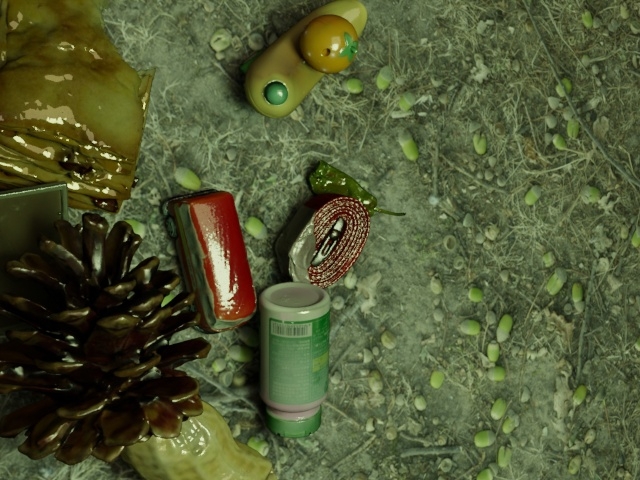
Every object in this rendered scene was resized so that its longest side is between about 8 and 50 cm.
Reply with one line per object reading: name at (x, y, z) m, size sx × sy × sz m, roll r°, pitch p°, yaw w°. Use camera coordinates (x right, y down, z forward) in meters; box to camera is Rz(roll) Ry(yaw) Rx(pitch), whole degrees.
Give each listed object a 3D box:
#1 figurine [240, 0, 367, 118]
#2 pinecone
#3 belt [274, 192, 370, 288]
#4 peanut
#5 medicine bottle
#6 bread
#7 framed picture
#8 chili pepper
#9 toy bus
figurine at (-0.018, -0.353, 1.863) m, size 0.324 × 0.222 × 0.124 m, roll -46°, pitch 107°, yaw -23°
pinecone at (-0.357, 0.139, 1.541) m, size 0.384 × 0.384 × 0.384 m, roll 2°, pitch 86°, yaw -30°
belt at (0.000, 0.000, 1.906) m, size 0.128 × 0.124 × 0.201 m, roll 38°, pitch 85°, yaw -19°
peanut at (-0.226, 0.382, 1.745) m, size 0.174 × 0.158 × 0.340 m, roll -48°, pitch 116°, yaw -22°
medicine bottle at (-0.049, 0.224, 1.829) m, size 0.133 × 0.133 × 0.274 m, roll -11°, pitch 114°, yaw -30°
bread at (-0.417, -0.251, 1.646) m, size 0.314 × 0.191 × 0.370 m, roll 14°, pitch 79°, yaw -28°
framed picture at (-0.498, 0.037, 1.612) m, size 0.189 × 0.023 × 0.260 m, roll -13°, pitch 121°, yaw -30°
chili pepper at (0.063, -0.083, 1.984) m, size 0.204 × 0.073 × 0.072 m, roll 34°, pitch 89°, yaw -13°
toy bus at (-0.191, 0.039, 1.799) m, size 0.121 × 0.120 × 0.265 m, roll -14°, pitch 94°, yaw -29°
